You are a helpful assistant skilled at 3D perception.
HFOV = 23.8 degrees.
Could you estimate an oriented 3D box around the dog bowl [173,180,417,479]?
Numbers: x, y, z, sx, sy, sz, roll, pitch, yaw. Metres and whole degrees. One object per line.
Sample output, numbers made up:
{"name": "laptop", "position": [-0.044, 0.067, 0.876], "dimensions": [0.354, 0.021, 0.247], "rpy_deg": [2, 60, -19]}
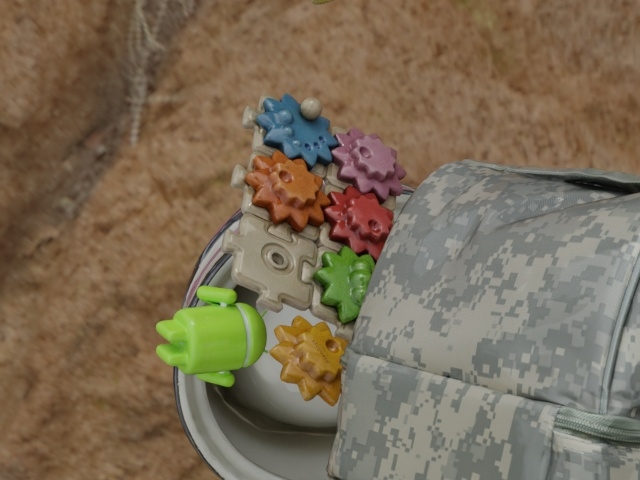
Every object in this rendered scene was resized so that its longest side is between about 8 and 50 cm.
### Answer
{"name": "dog bowl", "position": [0.024, 0.103, 1.721], "dimensions": [0.408, 0.408, 0.150], "rpy_deg": [-33, 28, 1]}

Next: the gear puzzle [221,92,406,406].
{"name": "gear puzzle", "position": [0.000, 0.000, 1.377], "dimensions": [0.175, 0.044, 0.339], "rpy_deg": [24, 46, -19]}

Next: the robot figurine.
{"name": "robot figurine", "position": [-0.105, 0.098, 1.516], "dimensions": [0.115, 0.067, 0.101], "rpy_deg": [-6, 104, -25]}

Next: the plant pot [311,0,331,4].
{"name": "plant pot", "position": [0.070, -0.299, 0.946], "dimensions": [0.212, 0.212, 0.187], "rpy_deg": [-22, 80, -17]}

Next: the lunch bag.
{"name": "lunch bag", "position": [0.168, 0.074, 1.033], "dimensions": [0.305, 0.212, 0.256], "rpy_deg": [10, 93, 58]}
